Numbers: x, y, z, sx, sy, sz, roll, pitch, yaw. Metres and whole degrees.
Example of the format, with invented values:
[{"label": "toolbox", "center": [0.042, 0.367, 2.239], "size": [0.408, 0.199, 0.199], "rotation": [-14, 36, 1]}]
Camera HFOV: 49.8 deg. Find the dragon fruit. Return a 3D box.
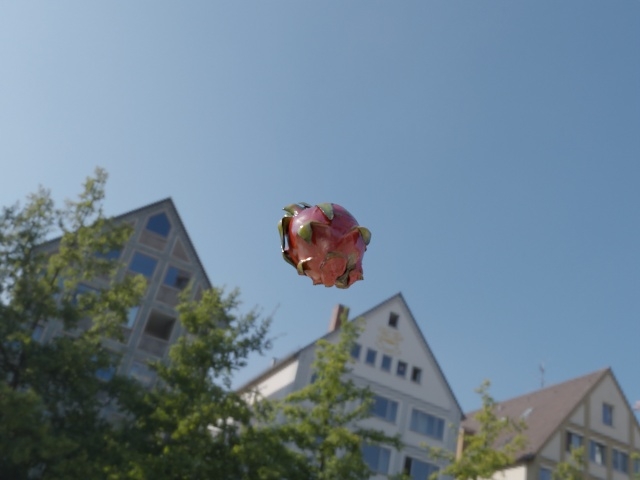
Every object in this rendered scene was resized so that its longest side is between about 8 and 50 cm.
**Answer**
[{"label": "dragon fruit", "center": [0.001, 0.000, 0.697], "size": [0.086, 0.116, 0.081], "rotation": [15, -71, -27]}]
